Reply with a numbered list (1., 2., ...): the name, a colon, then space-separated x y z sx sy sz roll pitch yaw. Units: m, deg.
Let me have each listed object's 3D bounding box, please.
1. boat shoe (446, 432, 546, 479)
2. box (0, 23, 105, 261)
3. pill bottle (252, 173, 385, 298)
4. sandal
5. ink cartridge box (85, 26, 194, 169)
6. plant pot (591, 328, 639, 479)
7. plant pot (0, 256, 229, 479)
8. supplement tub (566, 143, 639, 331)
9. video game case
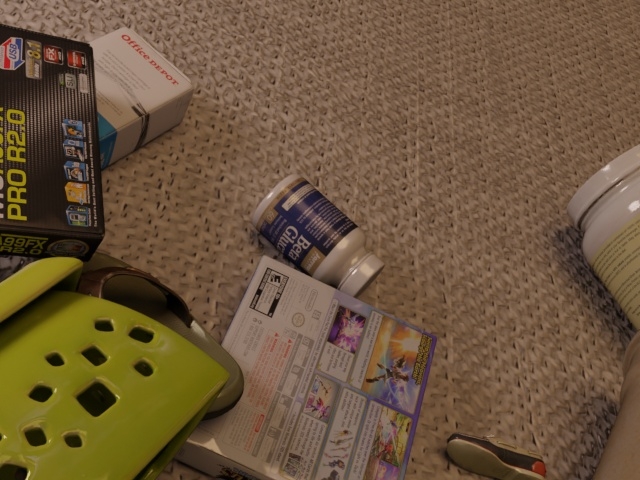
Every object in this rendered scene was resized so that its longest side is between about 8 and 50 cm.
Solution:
1. boat shoe: 0.214 0.261 0.963 0.136 0.049 0.043 23 45 -10
2. box: -0.351 -0.115 0.848 0.216 0.060 0.270 7 58 -32
3. pill bottle: 0.000 0.000 1.035 0.169 0.094 0.094 42 49 10
4. sandal: -0.197 0.077 0.853 0.302 0.086 0.120 29 45 28
5. ink cartridge box: -0.287 -0.187 1.054 0.139 0.082 0.190 41 47 9
6. plant pot: 0.440 0.301 0.890 0.333 0.334 0.305 41 60 9
7. plant pot: -0.249 0.164 0.689 0.207 0.228 0.227 42 45 5
8. supplement tub: 0.542 0.030 1.171 0.235 0.235 0.325 -13 61 -32
9. video game case: -0.007 0.176 0.916 0.244 0.061 0.270 25 48 -3
